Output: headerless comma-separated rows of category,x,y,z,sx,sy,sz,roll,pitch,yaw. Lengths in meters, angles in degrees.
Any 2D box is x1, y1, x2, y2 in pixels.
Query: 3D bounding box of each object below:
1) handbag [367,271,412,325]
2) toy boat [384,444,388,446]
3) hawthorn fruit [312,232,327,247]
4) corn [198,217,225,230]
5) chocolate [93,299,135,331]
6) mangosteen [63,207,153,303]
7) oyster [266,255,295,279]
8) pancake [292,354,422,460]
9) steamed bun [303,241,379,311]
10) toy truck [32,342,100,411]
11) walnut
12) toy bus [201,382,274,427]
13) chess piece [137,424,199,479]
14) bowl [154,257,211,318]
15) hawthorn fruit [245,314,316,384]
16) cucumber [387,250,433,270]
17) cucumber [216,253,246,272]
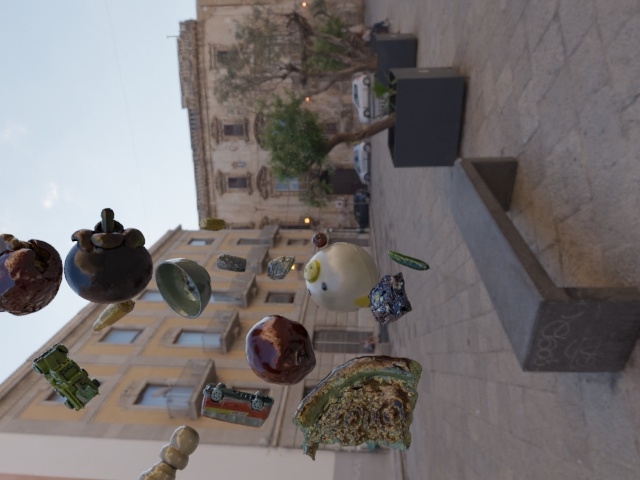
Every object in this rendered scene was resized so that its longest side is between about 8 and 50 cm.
handbag,0.261,0.229,1.606,0.260,0.113,0.161,116,143,-64
toy boat,0.198,0.729,1.734,0.291,0.067,0.220,43,-169,-46
hawthorn fruit,0.000,-0.001,1.950,0.077,0.077,0.077,1,-90,-85
corn,-0.590,-0.087,2.307,0.165,0.085,0.063,8,-116,-70
chocolate,-0.864,0.309,1.746,0.085,0.219,0.085,44,-156,-25
mangosteen,-0.500,0.039,1.011,0.194,0.195,0.230,-76,0,-70
oyster,-0.206,0.142,2.191,0.064,0.178,0.124,10,-108,-59
pancake,0.104,0.494,1.292,0.304,0.428,0.066,-85,-26,-47
steamed bun,0.096,0.175,1.967,0.374,0.334,0.333,-33,50,58
toy truck,-0.938,0.510,1.597,0.259,0.135,0.128,58,-137,-15
walnut,-0.891,0.091,1.260,0.243,0.269,0.222,53,-153,0
toy bus,-0.315,0.627,1.609,0.121,0.266,0.119,134,149,-84
chess piece,-0.520,0.776,1.473,0.260,0.143,0.142,-55,-20,-24
bowl,-0.588,0.192,1.903,0.146,0.290,0.288,-39,-45,-49
hawthorn fruit,-0.161,0.477,1.832,0.308,0.325,0.307,-30,-56,-58
cucumber,0.307,0.074,1.457,0.039,0.168,0.039,-40,-39,-44
cucumber,-0.331,0.086,1.604,0.064,0.112,0.064,8,-90,-86
